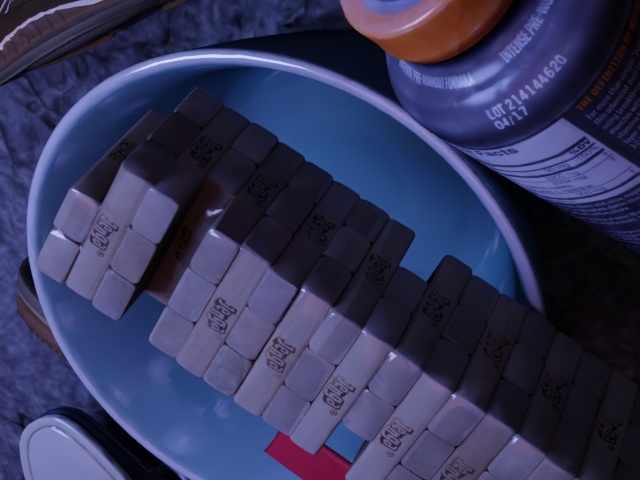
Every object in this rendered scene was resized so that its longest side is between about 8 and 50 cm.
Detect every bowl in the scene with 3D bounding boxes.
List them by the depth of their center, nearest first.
[{"bbox_3d":[0.000,0.000,0.828,0.312,0.163,0.311,11,124,17],"label":"bowl"}]

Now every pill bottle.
[{"bbox_3d":[0.121,-0.086,0.667,0.130,0.130,0.246,-27,142,35],"label":"pill bottle"}]

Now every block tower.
[{"bbox_3d":[0.029,0.057,0.689,0.335,0.097,0.091,33,129,1],"label":"block tower"}]

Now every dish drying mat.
[{"bbox_3d":[0.008,0.136,0.804,0.083,0.008,0.032,35,128,2],"label":"dish drying mat"}]

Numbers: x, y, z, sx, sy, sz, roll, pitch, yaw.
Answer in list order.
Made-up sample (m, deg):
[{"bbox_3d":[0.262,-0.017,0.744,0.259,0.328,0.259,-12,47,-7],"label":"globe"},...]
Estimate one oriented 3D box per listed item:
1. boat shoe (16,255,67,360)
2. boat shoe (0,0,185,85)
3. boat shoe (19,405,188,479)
[{"bbox_3d":[-0.080,0.109,0.969,0.307,0.110,0.104,26,127,8],"label":"boat shoe"},{"bbox_3d":[-0.172,-0.154,0.834,0.342,0.123,0.123,-20,86,24],"label":"boat shoe"},{"bbox_3d":[-0.133,0.220,1.086,0.095,0.079,0.254,-30,107,33],"label":"boat shoe"}]
